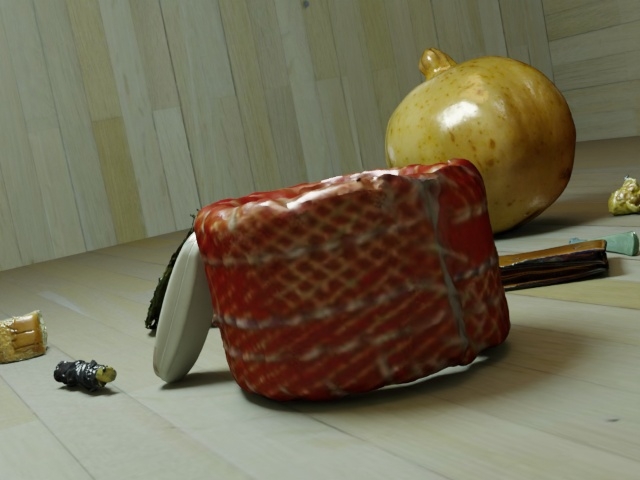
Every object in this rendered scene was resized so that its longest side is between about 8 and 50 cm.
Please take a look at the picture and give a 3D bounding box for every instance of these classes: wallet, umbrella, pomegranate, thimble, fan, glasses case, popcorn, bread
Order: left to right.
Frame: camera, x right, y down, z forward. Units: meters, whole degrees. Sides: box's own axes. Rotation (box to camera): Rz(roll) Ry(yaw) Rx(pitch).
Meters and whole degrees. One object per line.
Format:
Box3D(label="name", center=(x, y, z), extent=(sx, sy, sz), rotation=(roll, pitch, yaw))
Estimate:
Box3D(label="bread", center=(-0.499, 0.160, 1.654), extent=(0.083, 0.070, 0.076), rotation=(-14, 6, -5))
Box3D(label="umbrella", center=(-0.313, 0.179, 1.322), extent=(0.037, 0.040, 0.144), rotation=(-25, 11, -37))
Box3D(label="glasses case", center=(-0.165, 0.082, 1.251), extent=(0.051, 0.204, 0.081), rotation=(22, 14, 20))
Box3D(label="thimble", center=(0.030, 0.039, 1.146), extent=(0.350, 0.231, 0.350), rotation=(-12, 6, 1))
Box3D(label="pomegranate", center=(0.309, -0.210, 2.004), extent=(0.409, 0.410, 0.410), rotation=(-11, 7, 1))
Box3D(label="wallet", center=(0.334, 0.037, 1.491), extent=(0.195, 0.042, 0.161), rotation=(-11, 2, 15))
Box3D(label="fan", center=(0.457, 0.003, 1.609), extent=(0.016, 0.038, 0.193), rotation=(0, 1, -16))
Box3D(label="popcorn", center=(0.604, -0.090, 1.945), extent=(0.084, 0.084, 0.084), rotation=(-11, 7, 1))

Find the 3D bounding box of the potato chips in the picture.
Box3D(label="potato chips", center=(-0.239, 0.049, 1.671), extent=(0.029, 0.220, 0.202), rotation=(24, -4, 3))
